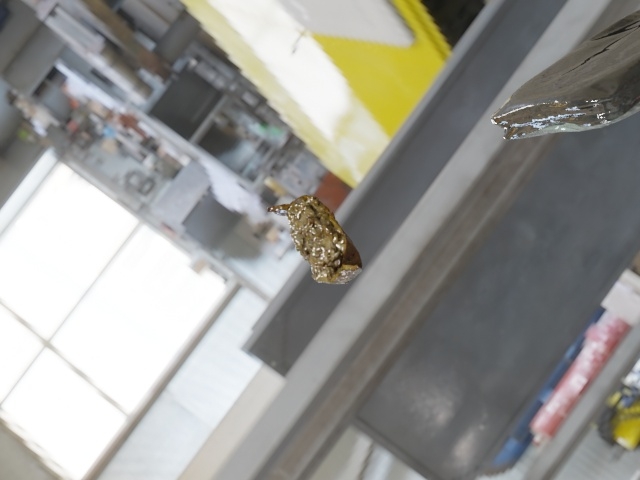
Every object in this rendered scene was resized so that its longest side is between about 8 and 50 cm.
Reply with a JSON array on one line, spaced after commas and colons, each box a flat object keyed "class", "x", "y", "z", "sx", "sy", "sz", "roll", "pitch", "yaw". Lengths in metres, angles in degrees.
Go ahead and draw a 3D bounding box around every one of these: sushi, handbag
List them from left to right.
[{"class": "sushi", "x": 0.000, "y": 0.000, "z": 1.158, "sx": 0.055, "sy": 0.052, "sz": 0.120, "roll": 36, "pitch": -162, "yaw": -55}, {"class": "handbag", "x": 0.346, "y": -0.197, "z": 1.345, "sx": 0.191, "sy": 0.332, "sz": 0.075, "roll": -7, "pitch": 112, "yaw": 60}]
